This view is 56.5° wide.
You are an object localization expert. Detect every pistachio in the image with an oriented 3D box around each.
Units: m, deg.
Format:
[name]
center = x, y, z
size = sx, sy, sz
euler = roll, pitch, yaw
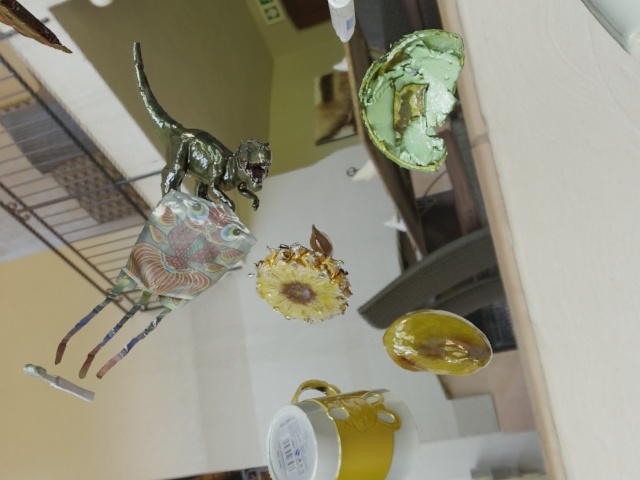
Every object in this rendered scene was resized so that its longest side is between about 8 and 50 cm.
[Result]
[pistachio]
center = 0.199, 0.175, 1.032
size = 0.100, 0.189, 0.110
euler = 99, 175, -72

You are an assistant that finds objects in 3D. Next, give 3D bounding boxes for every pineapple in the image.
[pineapple]
center = -0.042, 0.089, 1.140
size = 0.047, 0.221, 0.221
euler = -67, -36, -44

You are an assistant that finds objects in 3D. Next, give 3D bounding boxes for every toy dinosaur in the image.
[toy dinosaur]
center = -0.115, -0.119, 0.643
size = 0.087, 0.187, 0.179
euler = -5, -80, -64

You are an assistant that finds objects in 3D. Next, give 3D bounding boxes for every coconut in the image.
[coconut]
center = 0.101, -0.162, 0.666
size = 0.055, 0.133, 0.158
euler = -106, 32, -58

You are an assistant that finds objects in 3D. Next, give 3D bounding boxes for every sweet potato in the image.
[sweet potato]
center = 0.000, 0.000, 1.319
size = 0.117, 0.049, 0.049
euler = 65, -162, -50

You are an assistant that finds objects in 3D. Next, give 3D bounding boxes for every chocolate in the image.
[chocolate]
center = -0.401, -0.294, 0.763
size = 0.028, 0.086, 0.182
euler = -63, -18, -9

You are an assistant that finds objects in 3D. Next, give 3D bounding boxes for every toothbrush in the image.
[toothbrush]
center = -0.334, 0.186, 0.772
size = 0.194, 0.017, 0.014
euler = 90, -174, -66

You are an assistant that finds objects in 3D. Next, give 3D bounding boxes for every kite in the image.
[kite]
center = -0.170, 0.047, 0.583
size = 0.127, 0.229, 0.016
euler = 43, -176, -46

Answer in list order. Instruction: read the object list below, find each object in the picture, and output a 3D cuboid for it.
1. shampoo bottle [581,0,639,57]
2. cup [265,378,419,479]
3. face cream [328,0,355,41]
[shampoo bottle]
center = 0.227, -0.167, 0.337
size = 0.071, 0.153, 0.284
euler = 9, -122, -58
[cup]
center = 0.022, 0.337, 1.048
size = 0.226, 0.185, 0.241
euler = 8, -152, -39
[face cream]
center = 0.031, -0.314, 0.835
size = 0.130, 0.034, 0.034
euler = 36, -138, -84
